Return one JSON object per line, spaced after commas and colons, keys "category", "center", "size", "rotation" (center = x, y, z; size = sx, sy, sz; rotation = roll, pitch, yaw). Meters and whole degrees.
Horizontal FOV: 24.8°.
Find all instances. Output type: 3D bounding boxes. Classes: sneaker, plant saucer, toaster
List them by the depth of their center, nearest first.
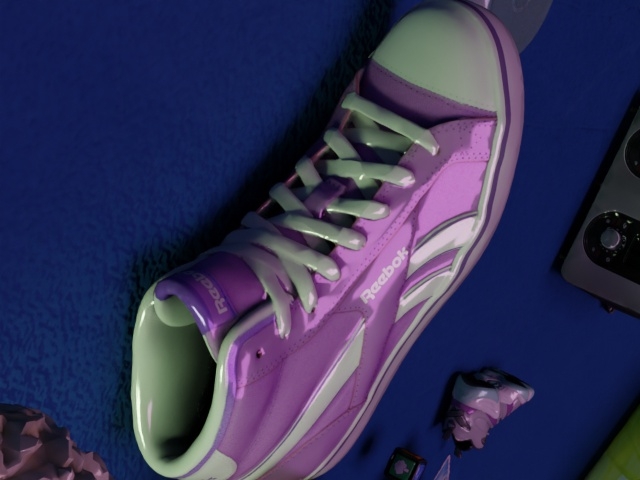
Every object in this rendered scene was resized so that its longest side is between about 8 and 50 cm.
{"category": "sneaker", "center": [0.001, 0.001, 0.723], "size": [0.161, 0.102, 0.282], "rotation": [14, 101, -58]}
{"category": "plant saucer", "center": [0.113, -0.150, 0.865], "size": [0.119, 0.021, 0.119], "rotation": [-41, 145, -37]}
{"category": "sneaker", "center": [0.121, 0.134, 1.105], "size": [0.098, 0.038, 0.069], "rotation": [7, 109, -51]}
{"category": "toaster", "center": [0.292, -0.008, 1.193], "size": [0.168, 0.110, 0.185], "rotation": [-63, 152, 1]}

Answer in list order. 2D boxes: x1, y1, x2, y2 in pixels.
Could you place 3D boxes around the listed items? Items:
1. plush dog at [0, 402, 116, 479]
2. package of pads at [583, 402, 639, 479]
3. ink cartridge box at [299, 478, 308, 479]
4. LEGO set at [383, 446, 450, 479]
{"category": "plush dog", "center": [-0.203, 0.090, 0.416], "size": [0.262, 0.211, 0.225], "rotation": [-15, 146, -20]}
{"category": "package of pads", "center": [0.388, 0.257, 1.453], "size": [0.296, 0.229, 0.101], "rotation": [-47, 137, -32]}
{"category": "ink cartridge box", "center": [0.021, 0.226, 0.812], "size": [0.056, 0.181, 0.224], "rotation": [-26, 166, 5]}
{"category": "LEGO set", "center": [0.031, 0.241, 1.052], "size": [0.182, 0.060, 0.244], "rotation": [-54, 158, -29]}
